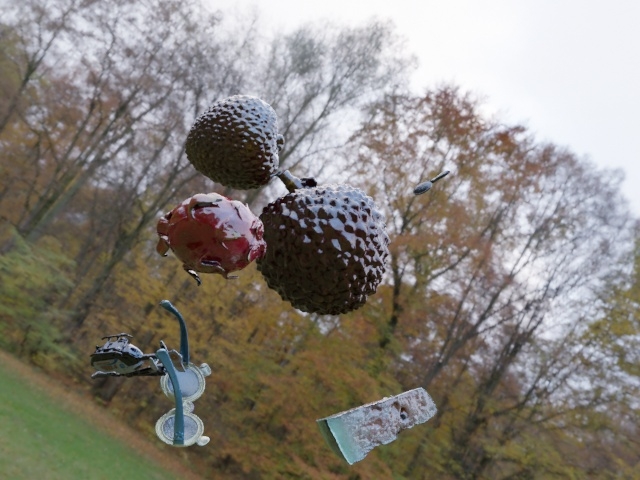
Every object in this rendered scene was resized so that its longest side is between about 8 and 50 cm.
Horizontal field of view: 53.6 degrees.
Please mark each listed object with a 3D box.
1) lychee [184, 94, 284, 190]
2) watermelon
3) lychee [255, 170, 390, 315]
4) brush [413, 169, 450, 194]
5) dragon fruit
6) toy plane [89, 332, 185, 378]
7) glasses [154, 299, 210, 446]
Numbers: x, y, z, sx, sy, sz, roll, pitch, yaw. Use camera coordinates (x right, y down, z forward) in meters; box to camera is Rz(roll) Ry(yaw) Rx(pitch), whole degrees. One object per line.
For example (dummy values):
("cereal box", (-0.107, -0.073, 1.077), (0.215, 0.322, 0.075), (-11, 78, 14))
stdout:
("lychee", (-0.162, -0.192, 1.241), (0.194, 0.194, 0.194), (27, -20, 11))
("watermelon", (0.116, 0.356, 1.270), (0.154, 0.241, 0.094), (139, -67, -75))
("lychee", (0.000, 0.000, 1.185), (0.300, 0.264, 0.264), (63, -26, -7))
("brush", (0.213, -0.112, 1.213), (0.024, 0.083, 0.008), (55, -6, 37))
("dragon fruit", (-0.164, -0.011, 0.929), (0.166, 0.136, 0.133), (12, -34, 14))
("toy plane", (-0.336, 0.211, 1.132), (0.197, 0.053, 0.078), (-7, -61, 15))
("glasses", (-0.259, 0.221, 1.067), (0.088, 0.189, 0.220), (-13, -53, 2))
